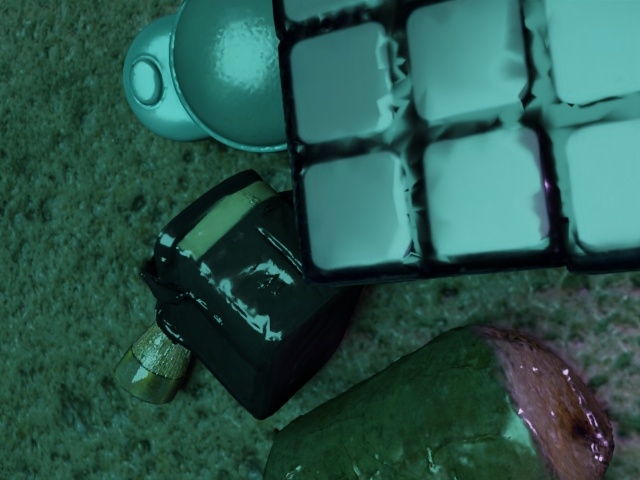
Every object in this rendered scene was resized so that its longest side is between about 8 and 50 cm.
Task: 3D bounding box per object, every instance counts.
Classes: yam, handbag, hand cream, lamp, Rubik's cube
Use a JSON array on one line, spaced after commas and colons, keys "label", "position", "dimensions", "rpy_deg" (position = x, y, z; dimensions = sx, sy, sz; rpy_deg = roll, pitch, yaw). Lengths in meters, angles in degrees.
[{"label": "yam", "position": [0.108, 0.204, 0.700], "dimensions": [0.300, 0.195, 0.195], "rpy_deg": [-33, 77, 27]}, {"label": "handbag", "position": [-0.065, 0.051, 0.759], "dimensions": [0.181, 0.181, 0.254], "rpy_deg": [41, 155, 15]}, {"label": "hand cream", "position": [-0.175, 0.103, 0.915], "dimensions": [0.084, 0.084, 0.203], "rpy_deg": [37, 105, 22]}, {"label": "lamp", "position": [-0.083, -0.195, 0.805], "dimensions": [0.284, 0.147, 0.209], "rpy_deg": [-9, 91, 30]}, {"label": "Rubik's cube", "position": [0.187, -0.149, 0.548], "dimensions": [0.337, 0.344, 0.344], "rpy_deg": [-8, 87, 28]}]
